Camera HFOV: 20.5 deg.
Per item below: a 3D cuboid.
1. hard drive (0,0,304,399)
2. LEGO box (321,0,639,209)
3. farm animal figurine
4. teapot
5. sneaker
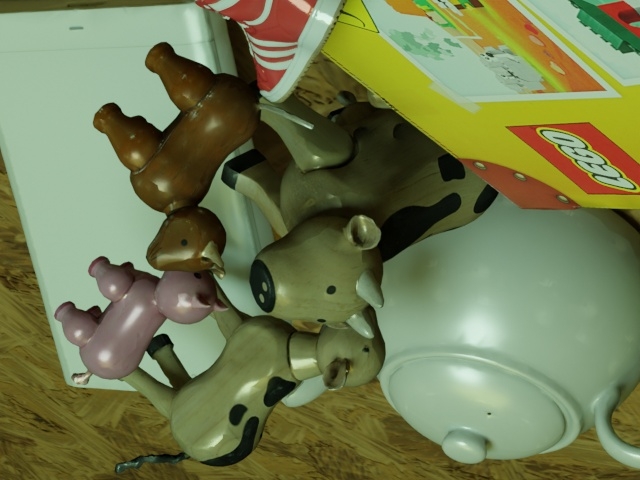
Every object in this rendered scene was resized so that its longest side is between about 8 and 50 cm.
[{"bbox_3d":[-0.135,-0.029,1.298,0.203,0.040,0.307,1,116,28],"label":"hard drive"},{"bbox_3d":[0.075,-0.217,0.764,0.500,0.193,0.372,36,163,-28],"label":"LEGO box"},{"bbox_3d":[0.000,0.000,1.123,0.172,0.327,0.330,42,155,24],"label":"farm animal figurine"},{"bbox_3d":[0.137,0.082,1.335,0.252,0.187,0.256,30,148,-20],"label":"teapot"},{"bbox_3d":[-0.030,-0.108,0.849,0.067,0.042,0.118,25,158,-6],"label":"sneaker"}]
